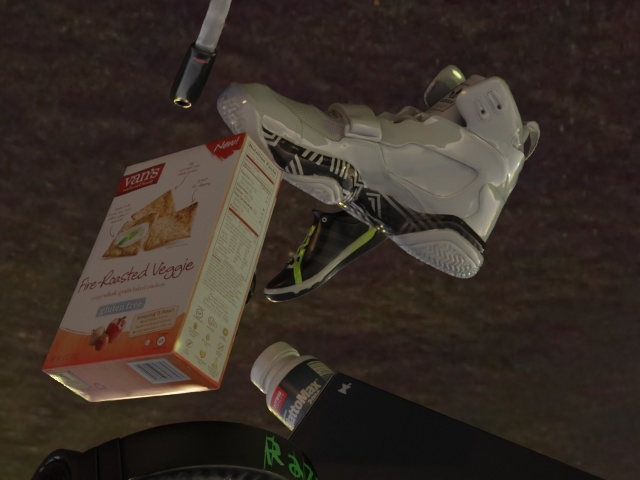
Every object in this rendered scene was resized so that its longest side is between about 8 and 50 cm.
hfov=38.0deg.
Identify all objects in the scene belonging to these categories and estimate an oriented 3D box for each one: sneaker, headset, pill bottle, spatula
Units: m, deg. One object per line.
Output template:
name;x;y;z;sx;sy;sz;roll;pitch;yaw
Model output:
sneaker;0.077;-0.122;1.020;0.366;0.210;0.137;30;-175;-24
headset;-0.190;0.264;0.826;0.394;0.185;0.243;-26;133;6
pill bottle;-0.018;0.237;1.397;0.180;0.108;0.108;37;173;31
spatula;-0.100;-0.195;0.848;0.084;0.030;0.296;15;153;-15
sneaker;0.000;0.000;1.404;0.097;0.235;0.084;58;168;-12

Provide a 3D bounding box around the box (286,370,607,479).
box;0.140;0.357;1.068;0.343;0.179;0.312;17;143;31

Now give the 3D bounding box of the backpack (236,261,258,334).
backpack;-0.145;0.048;1.173;0.152;0.115;0.182;35;166;2

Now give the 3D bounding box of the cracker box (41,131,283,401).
cracker box;-0.136;0.023;0.830;0.156;0.232;0.067;-12;138;33
